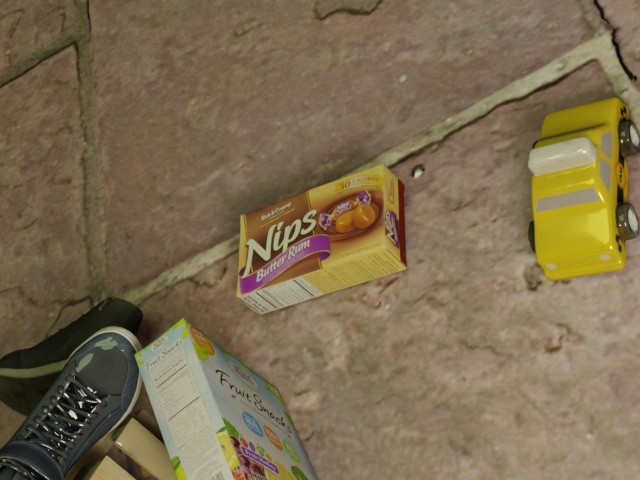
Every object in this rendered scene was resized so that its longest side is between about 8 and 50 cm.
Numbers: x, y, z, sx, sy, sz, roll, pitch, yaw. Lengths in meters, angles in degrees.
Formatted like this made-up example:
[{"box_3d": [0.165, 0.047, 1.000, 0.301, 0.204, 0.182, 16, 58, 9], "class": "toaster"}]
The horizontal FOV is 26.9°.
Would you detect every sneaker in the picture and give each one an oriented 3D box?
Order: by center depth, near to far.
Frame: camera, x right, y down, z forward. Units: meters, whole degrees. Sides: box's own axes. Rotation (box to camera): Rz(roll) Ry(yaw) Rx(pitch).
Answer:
[{"box_3d": [-0.260, 0.195, 1.309, 0.226, 0.086, 0.163, -53, 1, 15], "class": "sneaker"}, {"box_3d": [-0.296, 0.137, 1.563, 0.222, 0.083, 0.118, -10, 38, 40], "class": "sneaker"}]

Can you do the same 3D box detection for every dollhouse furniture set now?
[{"box_3d": [-0.202, 0.264, 1.419, 0.151, 0.123, 0.144, -27, 24, 54], "class": "dollhouse furniture set"}]

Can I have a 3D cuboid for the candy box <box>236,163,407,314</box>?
[{"box_3d": [0.000, 0.000, 1.431, 0.186, 0.053, 0.109, -18, 53, 26], "class": "candy box"}]

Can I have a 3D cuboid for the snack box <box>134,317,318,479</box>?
[{"box_3d": [-0.078, 0.197, 1.274, 0.070, 0.174, 0.207, -38, 47, 9], "class": "snack box"}]

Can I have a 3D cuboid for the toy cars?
[{"box_3d": [0.308, -0.142, 1.266, 0.394, 0.087, 0.176, -50, 45, -1], "class": "toy cars"}]
